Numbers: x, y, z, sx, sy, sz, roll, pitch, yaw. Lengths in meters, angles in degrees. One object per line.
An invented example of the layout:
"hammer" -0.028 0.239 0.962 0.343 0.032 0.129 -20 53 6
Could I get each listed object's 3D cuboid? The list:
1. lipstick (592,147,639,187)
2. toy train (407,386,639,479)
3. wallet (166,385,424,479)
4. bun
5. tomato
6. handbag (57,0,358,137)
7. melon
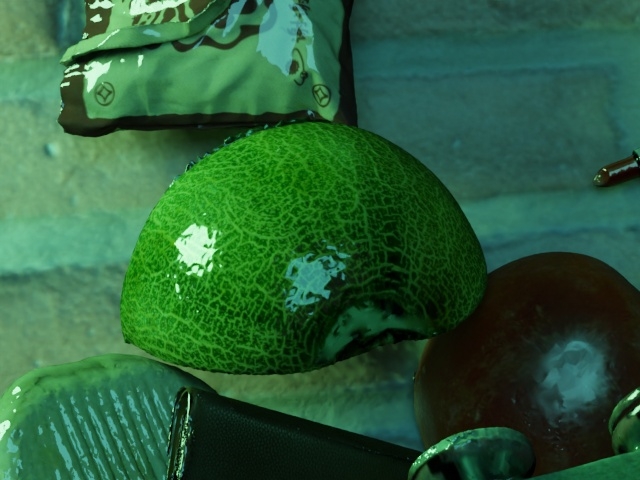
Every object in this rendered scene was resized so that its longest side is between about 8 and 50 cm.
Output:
"lipstick" 0.261 -0.065 1.482 0.129 0.030 0.030 -22 69 -5
"toy train" 0.179 0.211 1.273 0.304 0.221 0.150 -14 51 -3
"wallet" -0.014 0.173 1.345 0.198 0.031 0.110 20 66 -28
"bun" -0.147 0.182 1.353 0.212 0.126 0.204 2 70 -29
"tomato" 0.162 0.107 1.379 0.199 0.112 0.228 -38 68 -9
"handbag" -0.076 -0.173 1.497 0.235 0.127 0.213 2 70 7
"melon" 0.000 0.000 1.358 0.265 0.169 0.129 -15 112 -18
